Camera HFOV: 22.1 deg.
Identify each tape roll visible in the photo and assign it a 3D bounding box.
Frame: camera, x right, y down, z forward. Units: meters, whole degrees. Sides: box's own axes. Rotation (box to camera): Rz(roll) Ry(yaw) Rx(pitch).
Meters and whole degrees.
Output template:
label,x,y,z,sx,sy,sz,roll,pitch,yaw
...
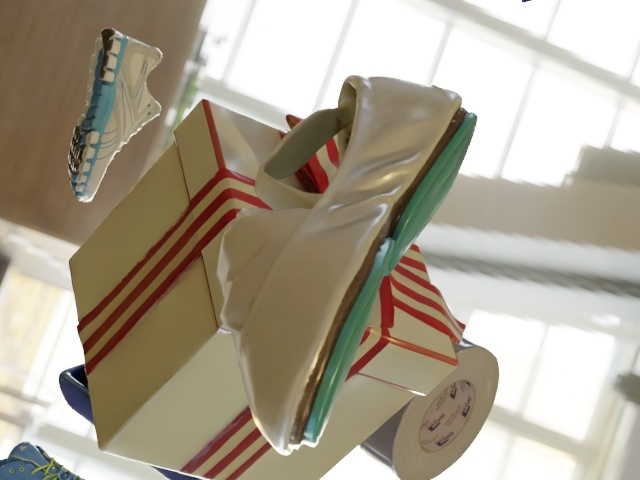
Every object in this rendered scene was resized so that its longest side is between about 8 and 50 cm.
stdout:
label,x,y,z,sx,sy,sz,roll,pitch,yaw
tape roll,0.150,0.226,2.262,0.219,0.072,0.219,-31,138,-33

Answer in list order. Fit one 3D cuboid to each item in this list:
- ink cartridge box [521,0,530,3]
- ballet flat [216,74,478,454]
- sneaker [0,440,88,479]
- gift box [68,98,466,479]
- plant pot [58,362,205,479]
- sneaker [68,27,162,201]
label,x,y,z,sx,sy,sz,roll,pitch,yaw
ink cartridge box,0.262,-0.476,1.981,0.371,0.176,0.069,68,24,-18
ballet flat,0.000,0.000,1.170,0.400,0.139,0.139,-59,172,-51
sneaker,-0.353,0.329,2.143,0.091,0.240,0.126,-45,121,-50
gift box,-0.035,0.046,1.428,0.258,0.276,0.255,-46,-133,31
plant pot,-0.134,0.132,1.819,0.212,0.236,0.236,-60,165,12
sneaker,-0.217,-0.128,1.776,0.071,0.083,0.190,41,-64,60
